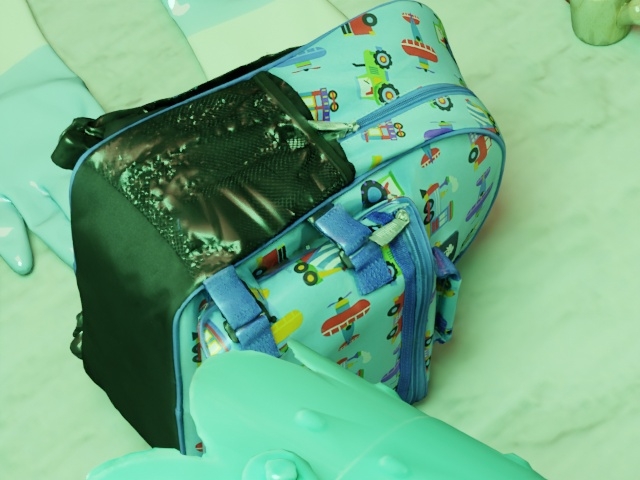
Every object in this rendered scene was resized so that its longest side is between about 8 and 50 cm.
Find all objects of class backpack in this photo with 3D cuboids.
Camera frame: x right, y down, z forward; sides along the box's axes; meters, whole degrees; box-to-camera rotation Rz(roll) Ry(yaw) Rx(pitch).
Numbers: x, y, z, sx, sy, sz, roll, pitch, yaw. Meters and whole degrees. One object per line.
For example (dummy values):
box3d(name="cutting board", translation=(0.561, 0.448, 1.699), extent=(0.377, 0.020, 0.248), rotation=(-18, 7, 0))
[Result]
box3d(name="backpack", translation=(0.000, 0.000, 0.667), extent=(0.173, 0.158, 0.117), rotation=(-31, 62, -24))

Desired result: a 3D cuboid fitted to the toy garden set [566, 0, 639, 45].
box3d(name="toy garden set", translation=(0.192, -0.145, 0.784), extent=(0.244, 0.049, 0.204), rotation=(26, 64, 27))

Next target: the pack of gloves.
box3d(name="pack of gloves", translation=(-0.099, -0.099, 0.820), extent=(0.195, 0.046, 0.232), rotation=(-31, 54, -11))

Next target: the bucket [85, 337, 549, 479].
box3d(name="bucket", translation=(0.019, 0.183, 0.460), extent=(0.183, 0.281, 0.281), rotation=(22, 62, 20))
